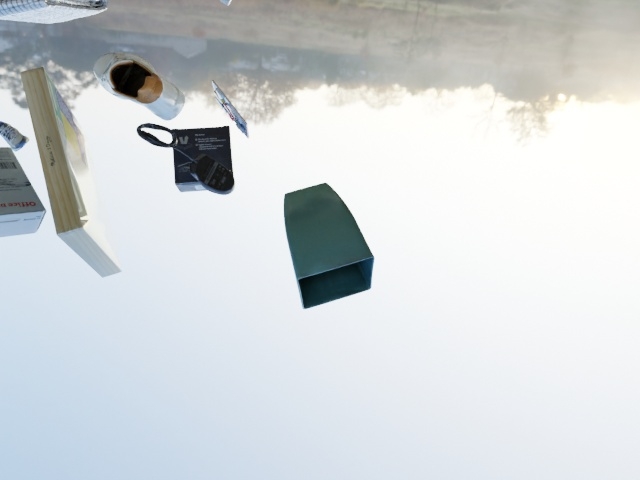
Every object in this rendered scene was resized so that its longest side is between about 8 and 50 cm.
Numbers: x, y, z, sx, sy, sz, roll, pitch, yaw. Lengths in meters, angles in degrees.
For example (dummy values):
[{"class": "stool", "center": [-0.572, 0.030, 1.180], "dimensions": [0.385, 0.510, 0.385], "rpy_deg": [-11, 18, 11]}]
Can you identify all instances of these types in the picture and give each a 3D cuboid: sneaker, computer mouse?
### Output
[{"class": "sneaker", "center": [-0.413, -0.357, 1.026], "dimensions": [0.290, 0.106, 0.123], "rpy_deg": [30, 180, 30]}, {"class": "computer mouse", "center": [-0.294, -0.177, 1.068], "dimensions": [0.242, 0.071, 0.041], "rpy_deg": [36, 152, -22]}, {"class": "sneaker", "center": [-0.836, -0.284, 1.300], "dimensions": [0.135, 0.058, 0.052], "rpy_deg": [29, -105, 33]}]

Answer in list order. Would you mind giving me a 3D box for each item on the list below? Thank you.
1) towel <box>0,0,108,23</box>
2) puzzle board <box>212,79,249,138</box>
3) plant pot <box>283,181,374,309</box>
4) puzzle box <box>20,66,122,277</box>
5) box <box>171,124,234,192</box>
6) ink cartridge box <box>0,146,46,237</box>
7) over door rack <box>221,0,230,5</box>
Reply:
[{"class": "towel", "center": [-0.797, -0.706, 1.389], "dimensions": [0.234, 0.121, 0.284], "rpy_deg": [-2, -160, 18]}, {"class": "puzzle board", "center": [-0.209, -0.301, 1.126], "dimensions": [0.011, 0.128, 0.096], "rpy_deg": [-38, 178, -8]}, {"class": "plant pot", "center": [0.000, 0.000, 1.092], "dimensions": [0.165, 0.165, 0.234], "rpy_deg": [-17, -119, -6]}, {"class": "puzzle box", "center": [-0.558, -0.143, 1.098], "dimensions": [0.052, 0.272, 0.409], "rpy_deg": [-19, -110, -12]}, {"class": "box", "center": [-0.319, -0.222, 1.331], "dimensions": [0.155, 0.158, 0.093], "rpy_deg": [-5, 172, -8]}, {"class": "ink cartridge box", "center": [-0.743, -0.109, 1.088], "dimensions": [0.153, 0.087, 0.208], "rpy_deg": [-13, -120, -53]}, {"class": "over door rack", "center": [-0.319, -0.828, 1.278], "dimensions": [0.324, 0.108, 0.239], "rpy_deg": [41, 160, -10]}]
